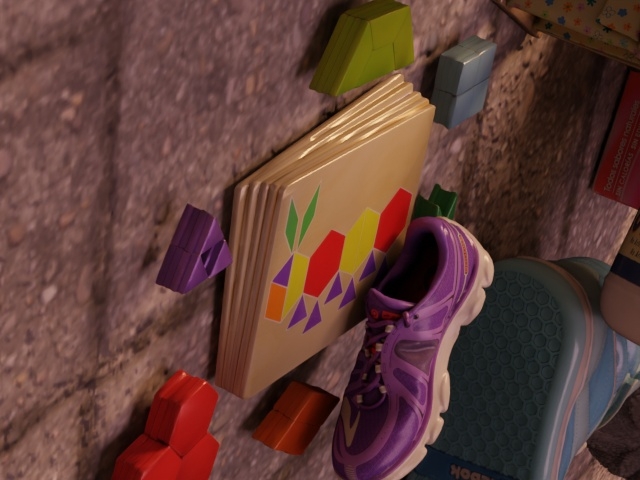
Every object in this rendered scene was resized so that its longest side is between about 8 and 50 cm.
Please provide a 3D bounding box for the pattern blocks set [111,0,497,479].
[{"bbox_3d":[0.000,0.000,1.075,0.325,0.026,0.285,-21,131,-58],"label":"pattern blocks set"}]

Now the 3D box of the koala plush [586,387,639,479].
[{"bbox_3d":[0.331,0.104,1.723,0.196,0.203,0.221,101,5,-47],"label":"koala plush"}]

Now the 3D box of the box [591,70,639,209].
[{"bbox_3d":[0.343,-0.159,1.492,0.154,0.142,0.300,-20,130,-58],"label":"box"}]

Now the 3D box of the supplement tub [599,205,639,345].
[{"bbox_3d":[0.355,-0.044,1.286,0.325,0.235,0.235,-65,156,3],"label":"supplement tub"}]

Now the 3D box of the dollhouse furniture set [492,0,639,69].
[{"bbox_3d":[0.226,-0.181,1.181,0.161,0.182,0.101,-66,156,1],"label":"dollhouse furniture set"}]

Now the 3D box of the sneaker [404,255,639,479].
[{"bbox_3d":[0.160,0.156,1.434,0.208,0.127,0.319,-14,125,-59],"label":"sneaker"}]

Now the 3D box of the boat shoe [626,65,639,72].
[{"bbox_3d":[0.245,-0.203,1.327,0.073,0.080,0.223,-57,160,-30],"label":"boat shoe"}]

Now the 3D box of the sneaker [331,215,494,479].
[{"bbox_3d":[0.041,0.063,1.132,0.071,0.068,0.170,35,72,-51],"label":"sneaker"}]
